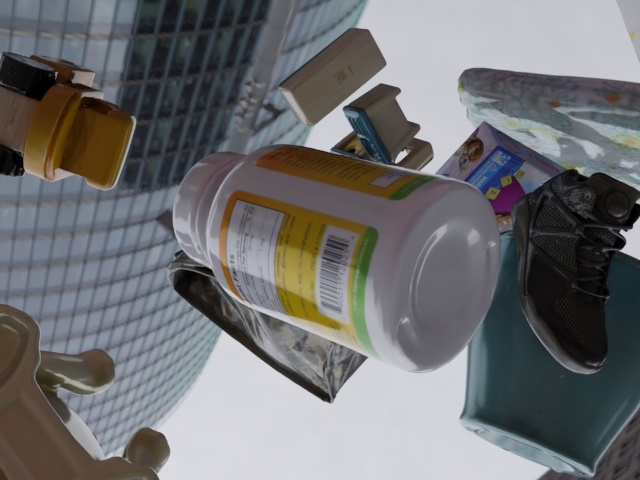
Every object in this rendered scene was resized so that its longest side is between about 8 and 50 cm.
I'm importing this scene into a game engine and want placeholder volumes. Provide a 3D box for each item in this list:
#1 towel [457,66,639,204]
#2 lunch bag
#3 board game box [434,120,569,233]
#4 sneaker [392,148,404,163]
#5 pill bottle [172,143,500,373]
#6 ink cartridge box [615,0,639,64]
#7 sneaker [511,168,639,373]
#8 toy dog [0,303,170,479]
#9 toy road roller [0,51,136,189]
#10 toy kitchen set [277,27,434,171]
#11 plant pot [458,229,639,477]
[{"bbox_3d":[0.417,-0.153,1.357,0.320,0.374,0.090,10,-104,28],"label":"towel"},{"bbox_3d":[-0.032,0.029,1.121,0.287,0.169,0.235,28,-128,25],"label":"lunch bag"},{"bbox_3d":[0.269,0.002,1.348,0.318,0.319,0.066,21,-146,-33],"label":"board game box"},{"bbox_3d":[0.116,-0.165,1.805,0.075,0.170,0.063,28,-159,-52],"label":"sneaker"},{"bbox_3d":[0.000,0.000,0.652,0.245,0.136,0.136,18,-147,42],"label":"pill bottle"},{"bbox_3d":[0.294,-0.218,0.750,0.181,0.061,0.104,48,-147,-39],"label":"ink cartridge box"},{"bbox_3d":[0.269,0.017,0.870,0.087,0.130,0.227,20,-130,-21],"label":"sneaker"},{"bbox_3d":[-0.356,0.303,0.972,0.284,0.408,0.395,42,-106,3],"label":"toy dog"},{"bbox_3d":[-0.445,-0.197,1.522,0.240,0.202,0.329,21,-169,-2],"label":"toy road roller"},{"bbox_3d":[0.023,-0.152,1.078,0.122,0.207,0.166,-40,-150,-12],"label":"toy kitchen set"},{"bbox_3d":[0.311,0.160,1.121,0.271,0.271,0.255,25,-104,-3],"label":"plant pot"}]
